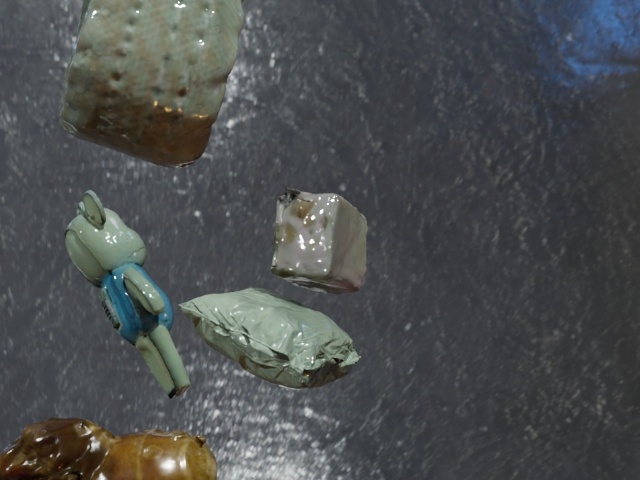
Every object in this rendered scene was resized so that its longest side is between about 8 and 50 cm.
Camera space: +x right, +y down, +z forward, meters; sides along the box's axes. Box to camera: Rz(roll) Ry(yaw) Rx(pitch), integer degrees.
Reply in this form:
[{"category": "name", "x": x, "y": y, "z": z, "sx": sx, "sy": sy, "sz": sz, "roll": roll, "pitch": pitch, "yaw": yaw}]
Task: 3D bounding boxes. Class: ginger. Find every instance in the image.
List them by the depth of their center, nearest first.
[{"category": "ginger", "x": -0.293, "y": 0.376, "z": 1.268, "sx": 0.274, "sy": 0.357, "sz": 0.152, "roll": 15, "pitch": 19, "yaw": -16}]

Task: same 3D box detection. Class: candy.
[{"category": "candy", "x": 0.000, "y": 0.000, "z": 1.918, "sx": 0.137, "sy": 0.195, "sz": 0.185, "roll": 0, "pitch": 75, "yaw": 24}]

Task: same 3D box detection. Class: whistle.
[{"category": "whistle", "x": -0.200, "y": 0.057, "z": 1.065, "sx": 0.077, "sy": 0.114, "sz": 0.235, "roll": -24, "pitch": 75, "yaw": -34}]

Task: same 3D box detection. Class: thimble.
[{"category": "thimble", "x": -0.223, "y": -0.245, "z": 1.297, "sx": 0.195, "sy": 0.291, "sz": 0.291, "roll": 16, "pitch": 60, "yaw": -17}]

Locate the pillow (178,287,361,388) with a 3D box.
[{"category": "pillow", "x": -0.085, "y": 0.173, "z": 1.851, "sx": 0.283, "sy": 0.310, "sz": 0.138, "roll": 26, "pitch": 98, "yaw": 19}]
